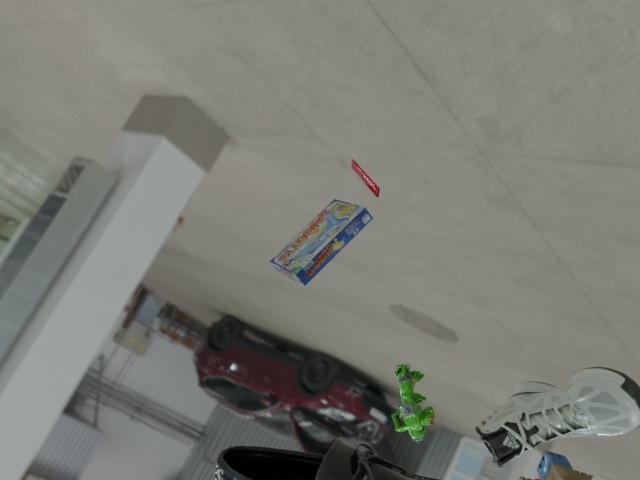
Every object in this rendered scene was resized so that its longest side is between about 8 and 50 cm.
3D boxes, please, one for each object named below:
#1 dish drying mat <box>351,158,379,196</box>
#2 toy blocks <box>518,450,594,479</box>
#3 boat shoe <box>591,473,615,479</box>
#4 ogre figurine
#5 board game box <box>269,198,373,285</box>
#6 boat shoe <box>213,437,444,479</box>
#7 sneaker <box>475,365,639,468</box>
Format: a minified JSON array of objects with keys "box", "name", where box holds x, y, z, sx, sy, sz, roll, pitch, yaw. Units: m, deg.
[{"box":[0.085,-0.119,1.403,0.083,0.008,0.032,52,167,25],"name":"dish drying mat"},{"box":[0.467,0.597,1.517,0.190,0.382,0.261,17,-166,-6],"name":"toy blocks"},{"box":[0.361,0.450,1.025,0.098,0.277,0.096,6,-161,-45],"name":"boat shoe"},{"box":[0.213,0.389,1.723,0.096,0.118,0.197,3,134,-1],"name":"ogre figurine"},{"box":[0.000,0.000,1.537,0.035,0.201,0.136,52,165,-25],"name":"board game box"},{"box":[0.049,0.396,1.142,0.499,0.156,0.187,-3,-175,20],"name":"boat shoe"},{"box":[0.529,0.436,1.695,0.169,0.257,0.447,58,152,2],"name":"sneaker"}]
